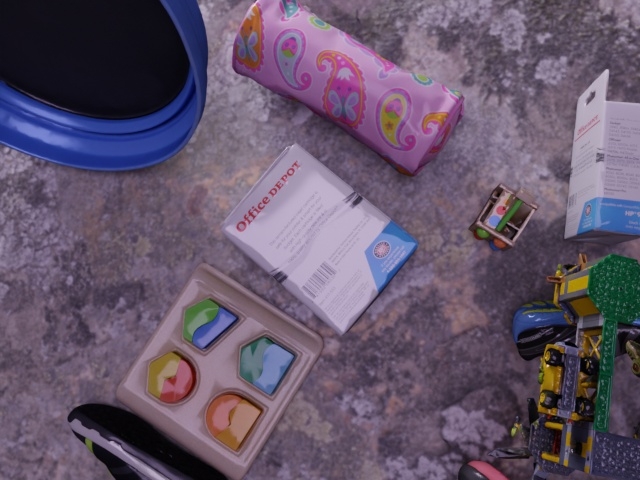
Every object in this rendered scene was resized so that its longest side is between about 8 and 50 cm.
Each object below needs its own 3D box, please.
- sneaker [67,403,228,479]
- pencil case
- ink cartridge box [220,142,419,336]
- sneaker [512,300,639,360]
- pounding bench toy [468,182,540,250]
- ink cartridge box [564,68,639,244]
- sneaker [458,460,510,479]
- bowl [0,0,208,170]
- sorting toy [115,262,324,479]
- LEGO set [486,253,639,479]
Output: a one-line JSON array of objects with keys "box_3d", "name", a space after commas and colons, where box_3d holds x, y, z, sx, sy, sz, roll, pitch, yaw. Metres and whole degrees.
[{"box_3d": [-0.215, 0.286, 0.698, 0.235, 0.084, 0.097, 31, 89, 8], "name": "sneaker"}, {"box_3d": [0.030, -0.192, 0.710, 0.284, 0.124, 0.124, 34, 88, 9], "name": "pencil case"}, {"box_3d": [0.000, 0.000, 0.709, 0.191, 0.082, 0.139, 40, 88, 10], "name": "ink cartridge box"}, {"box_3d": [0.317, 0.112, 0.683, 0.188, 0.067, 0.078, 0, 105, 4], "name": "sneaker"}, {"box_3d": [0.214, -0.026, 0.690, 0.052, 0.083, 0.065, 33, 87, 8], "name": "pounding bench toy"}, {"box_3d": [0.332, -0.090, 0.675, 0.060, 0.104, 0.180, 7, 85, 7], "name": "ink cartridge box"}, {"box_3d": [0.298, 0.318, 0.647, 0.314, 0.116, 0.136, 34, 74, 5], "name": "sneaker"}, {"box_3d": [-0.305, -0.227, 0.626, 0.392, 0.391, 0.077, 9, 59, 7], "name": "bowl"}, {"box_3d": [-0.126, 0.160, 0.726, 0.193, 0.038, 0.208, 31, 88, 8], "name": "sorting toy"}, {"box_3d": [0.343, 0.154, 0.595, 0.332, 0.192, 0.254, 5, 77, -4], "name": "LEGO set"}]
